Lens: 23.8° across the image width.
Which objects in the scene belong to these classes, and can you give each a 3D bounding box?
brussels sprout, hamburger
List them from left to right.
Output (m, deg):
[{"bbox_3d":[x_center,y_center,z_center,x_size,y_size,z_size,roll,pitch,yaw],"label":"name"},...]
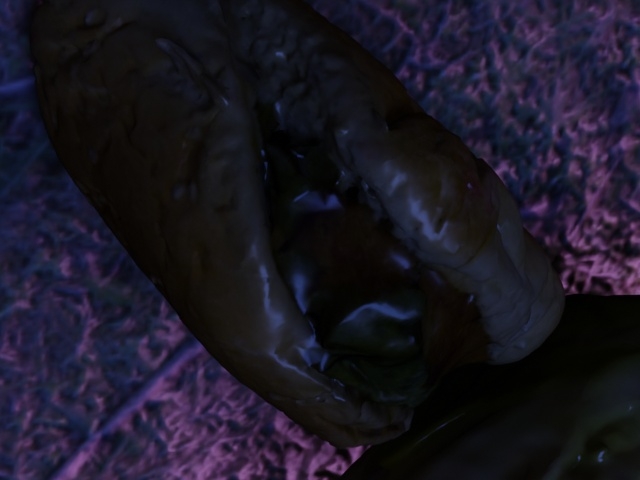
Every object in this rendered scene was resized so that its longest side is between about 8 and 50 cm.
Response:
[{"bbox_3d":[0.003,0.000,0.758,0.162,0.209,0.330,-41,129,-1],"label":"hamburger"},{"bbox_3d":[0.161,0.170,0.902,0.344,0.344,0.268,-16,90,-20],"label":"brussels sprout"}]
